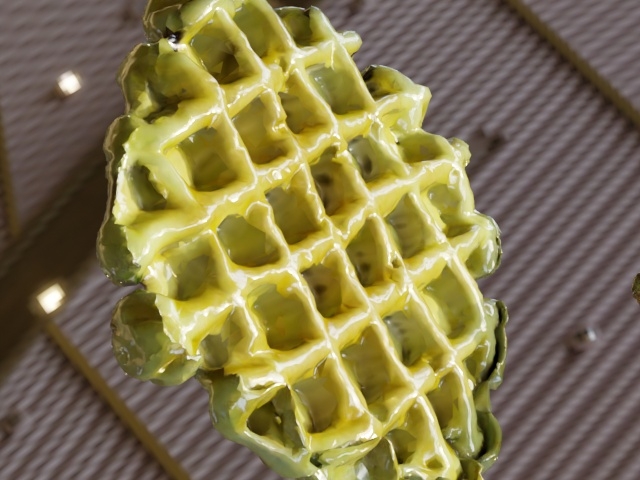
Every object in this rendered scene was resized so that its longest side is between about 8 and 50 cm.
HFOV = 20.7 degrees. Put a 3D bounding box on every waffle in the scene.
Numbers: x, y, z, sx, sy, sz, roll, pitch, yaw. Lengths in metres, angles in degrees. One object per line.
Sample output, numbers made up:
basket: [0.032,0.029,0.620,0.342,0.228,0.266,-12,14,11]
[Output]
waffle: [0.000,0.000,0.569,0.036,0.169,0.183,-31,-139,38]

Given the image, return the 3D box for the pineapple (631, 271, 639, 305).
pineapple: [0.197,0.039,0.649,0.161,0.158,0.334,7,-122,13]
